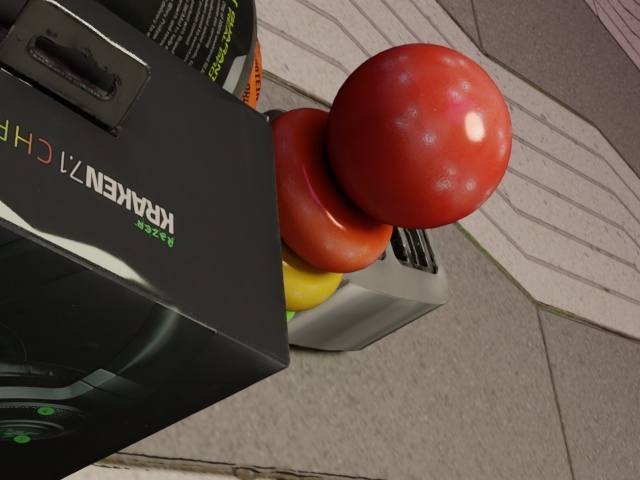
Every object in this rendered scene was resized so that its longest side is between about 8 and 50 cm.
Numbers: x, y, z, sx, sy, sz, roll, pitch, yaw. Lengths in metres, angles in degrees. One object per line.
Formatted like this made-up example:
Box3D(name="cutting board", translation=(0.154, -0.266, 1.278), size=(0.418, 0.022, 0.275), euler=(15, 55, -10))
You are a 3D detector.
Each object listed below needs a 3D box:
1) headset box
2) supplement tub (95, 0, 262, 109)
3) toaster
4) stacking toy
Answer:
Box3D(name="headset box", translation=(-0.183, 0.001, 0.469), size=(0.246, 0.283, 0.131), euler=(31, 42, -40))
Box3D(name="supplement tub", translation=(-0.161, -0.140, 0.644), size=(0.338, 0.207, 0.207), euler=(38, 32, -69))
Box3D(name="toaster", translation=(0.000, 0.000, 0.927), size=(0.168, 0.110, 0.185), euler=(15, 53, -51))
Box3D(name="stacking toy", translation=(-0.043, -0.002, 0.637), size=(0.141, 0.330, 0.141), euler=(38, 36, -35))
